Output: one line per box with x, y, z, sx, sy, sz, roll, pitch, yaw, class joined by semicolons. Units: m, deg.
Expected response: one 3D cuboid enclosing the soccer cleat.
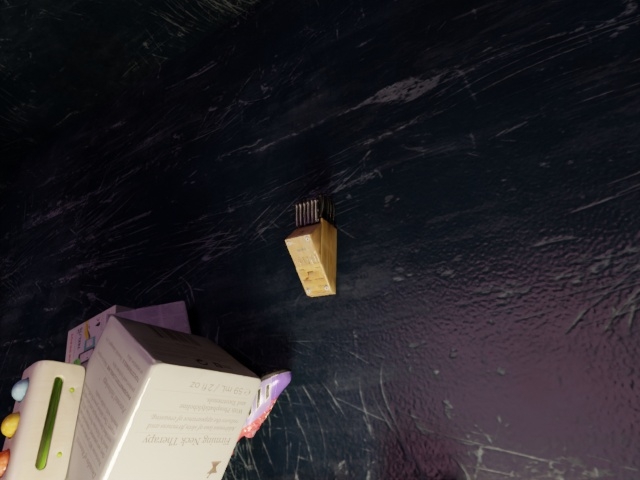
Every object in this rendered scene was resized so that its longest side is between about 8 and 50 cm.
-0.184;0.476;1.153;0.318;0.108;0.116;-42;56;15;soccer cleat

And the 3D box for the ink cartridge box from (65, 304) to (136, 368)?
-0.750;0.391;1.492;0.270;0.197;0.198;-27;57;21;ink cartridge box

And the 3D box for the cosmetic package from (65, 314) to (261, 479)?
-0.430;0.459;1.070;0.327;0.329;0.394;16;81;45;cosmetic package

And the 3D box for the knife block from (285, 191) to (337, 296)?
0.000;0.000;1.265;0.088;0.242;0.276;-11;109;30;knife block

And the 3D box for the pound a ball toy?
-0.700;0.475;0.976;0.208;0.135;0.319;-31;50;29;pound a ball toy

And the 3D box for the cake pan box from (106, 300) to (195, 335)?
-0.549;0.338;1.357;0.246;0.266;0.070;66;148;26;cake pan box
